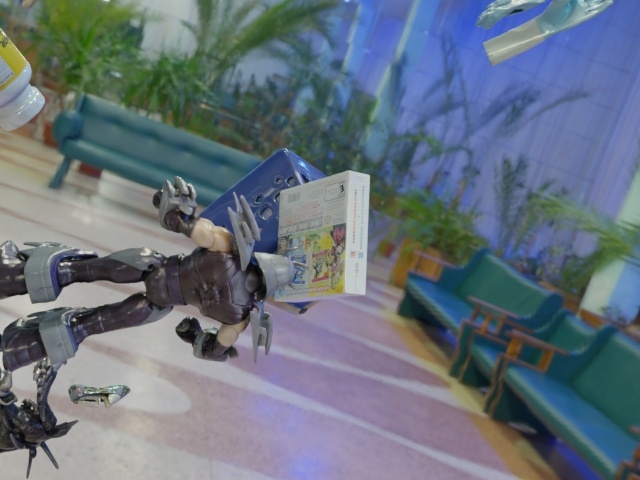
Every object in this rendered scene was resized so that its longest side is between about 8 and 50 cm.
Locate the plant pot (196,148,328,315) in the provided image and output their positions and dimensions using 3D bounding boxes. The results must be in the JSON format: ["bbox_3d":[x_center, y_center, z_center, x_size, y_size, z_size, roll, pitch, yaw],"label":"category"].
[{"bbox_3d":[-0.059,0.001,1.738,0.236,0.236,0.212,33,23,-56],"label":"plant pot"}]

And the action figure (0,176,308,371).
[{"bbox_3d":[-0.152,0.038,0.834,0.284,0.185,0.099,-7,15,1],"label":"action figure"}]

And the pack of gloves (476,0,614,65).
[{"bbox_3d":[0.366,-0.399,1.501,0.046,0.232,0.195,56,18,-34],"label":"pack of gloves"}]

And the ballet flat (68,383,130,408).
[{"bbox_3d":[-0.379,0.272,1.566,0.114,0.041,0.041,9,14,-38],"label":"ballet flat"}]

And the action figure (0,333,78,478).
[{"bbox_3d":[-0.449,0.208,1.312,0.164,0.276,0.141,-13,31,7],"label":"action figure"}]

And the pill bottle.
[{"bbox_3d":[-0.470,-0.246,1.259,0.103,0.103,0.184,31,-20,52],"label":"pill bottle"}]

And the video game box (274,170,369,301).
[{"bbox_3d":[0.000,0.000,1.426,0.048,0.187,0.205,11,-12,-32],"label":"video game box"}]

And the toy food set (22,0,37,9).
[{"bbox_3d":[-0.377,-0.373,1.103,0.192,0.132,0.038,40,0,30],"label":"toy food set"}]
